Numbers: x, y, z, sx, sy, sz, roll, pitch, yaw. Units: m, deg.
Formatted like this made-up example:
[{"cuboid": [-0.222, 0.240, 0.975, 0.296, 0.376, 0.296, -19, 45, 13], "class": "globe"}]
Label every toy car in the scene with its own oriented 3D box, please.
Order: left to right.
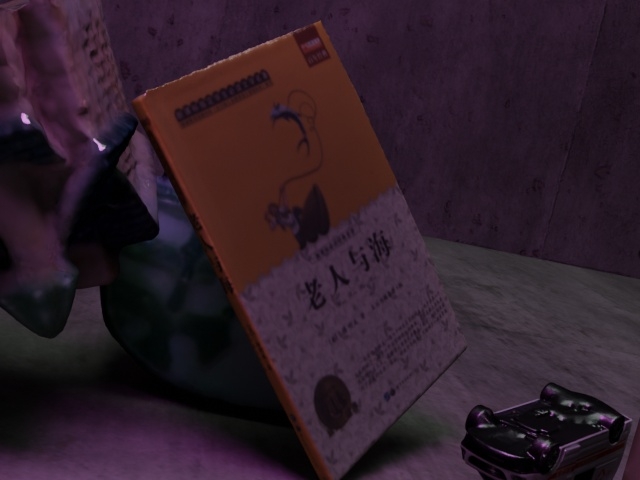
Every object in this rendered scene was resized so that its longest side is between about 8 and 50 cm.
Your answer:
[{"cuboid": [0.210, 0.210, 0.936, 0.089, 0.108, 0.209, 23, 18, 39], "class": "toy car"}]

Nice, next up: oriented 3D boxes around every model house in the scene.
[{"cuboid": [-0.267, -0.069, 0.855, 0.243, 0.284, 0.298, -17, 18, 6], "class": "model house"}, {"cuboid": [-0.097, 0.045, 1.165, 0.294, 0.252, 0.329, 9, 1, -6], "class": "model house"}]

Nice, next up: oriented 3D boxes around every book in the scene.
[{"cuboid": [0.000, 0.000, 0.943, 0.032, 0.389, 0.269, -17, 13, 43], "class": "book"}]

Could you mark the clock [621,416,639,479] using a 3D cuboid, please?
[{"cuboid": [0.335, 0.209, 0.815, 0.146, 0.192, 0.071, 12, 10, -6], "class": "clock"}]
